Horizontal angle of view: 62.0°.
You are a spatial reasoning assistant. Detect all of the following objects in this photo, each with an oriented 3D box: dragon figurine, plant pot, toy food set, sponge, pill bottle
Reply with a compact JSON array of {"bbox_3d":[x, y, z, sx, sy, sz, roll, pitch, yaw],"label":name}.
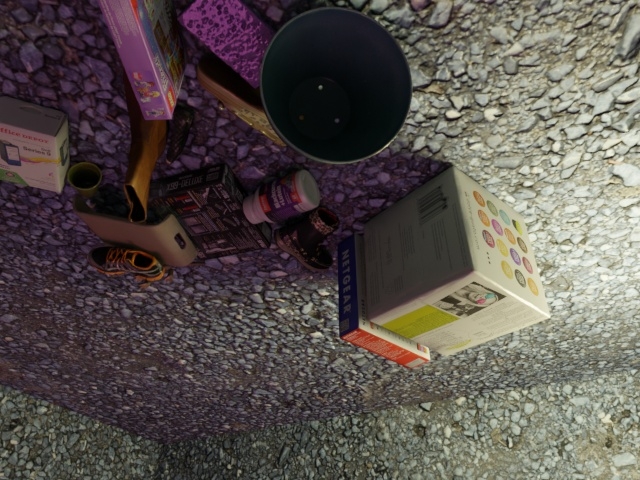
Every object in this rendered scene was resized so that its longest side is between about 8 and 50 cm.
[{"bbox_3d":[-0.524,0.065,1.703,0.289,0.144,0.085,-20,141,-4],"label":"dragon figurine"},{"bbox_3d":[0.016,-0.290,1.082,0.290,0.290,0.195,9,179,-10],"label":"plant pot"},{"bbox_3d":[-0.626,-0.154,1.426,0.083,0.083,0.079,11,154,-12],"label":"plant pot"},{"bbox_3d":[-0.523,-0.035,1.519,0.306,0.092,0.219,10,151,13],"label":"toy food set"},{"bbox_3d":[-0.166,-0.412,1.069,0.117,0.031,0.210,-35,130,24],"label":"sponge"},{"bbox_3d":[-0.108,-0.110,1.428,0.193,0.108,0.108,-19,139,25],"label":"pill bottle"}]

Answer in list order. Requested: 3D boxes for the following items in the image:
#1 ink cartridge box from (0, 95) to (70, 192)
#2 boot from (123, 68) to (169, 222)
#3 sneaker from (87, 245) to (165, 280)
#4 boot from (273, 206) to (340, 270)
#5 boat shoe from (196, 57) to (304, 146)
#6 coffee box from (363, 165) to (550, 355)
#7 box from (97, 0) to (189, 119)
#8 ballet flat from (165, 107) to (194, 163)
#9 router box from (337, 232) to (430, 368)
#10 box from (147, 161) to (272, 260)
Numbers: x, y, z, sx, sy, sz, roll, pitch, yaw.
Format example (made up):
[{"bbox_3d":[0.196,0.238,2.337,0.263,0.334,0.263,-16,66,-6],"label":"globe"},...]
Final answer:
[{"bbox_3d":[-0.708,-0.230,1.306,0.154,0.093,0.212,13,140,-14],"label":"ink cartridge box"},{"bbox_3d":[-0.397,-0.220,1.146,0.096,0.280,0.264,9,143,-10],"label":"boot"},{"bbox_3d":[-0.552,0.053,1.516,0.215,0.084,0.083,10,153,-7],"label":"sneaker"},{"bbox_3d":[-0.001,0.001,1.598,0.179,0.085,0.236,-30,135,32],"label":"boot"},{"bbox_3d":[-0.160,-0.295,1.183,0.285,0.104,0.089,29,133,-32],"label":"boat shoe"},{"bbox_3d":[0.357,0.072,1.462,0.334,0.337,0.338,28,136,-31],"label":"coffee box"},{"bbox_3d":[-0.317,-0.397,0.970,0.057,0.201,0.293,-1,143,3],"label":"box"},{"bbox_3d":[-0.349,-0.254,1.295,0.049,0.057,0.173,25,133,-11],"label":"ballet flat"},{"bbox_3d":[0.189,0.182,1.624,0.301,0.335,0.082,29,133,-31],"label":"router box"},{"bbox_3d":[-0.309,-0.069,1.519,0.242,0.076,0.307,-11,141,17],"label":"box"}]
